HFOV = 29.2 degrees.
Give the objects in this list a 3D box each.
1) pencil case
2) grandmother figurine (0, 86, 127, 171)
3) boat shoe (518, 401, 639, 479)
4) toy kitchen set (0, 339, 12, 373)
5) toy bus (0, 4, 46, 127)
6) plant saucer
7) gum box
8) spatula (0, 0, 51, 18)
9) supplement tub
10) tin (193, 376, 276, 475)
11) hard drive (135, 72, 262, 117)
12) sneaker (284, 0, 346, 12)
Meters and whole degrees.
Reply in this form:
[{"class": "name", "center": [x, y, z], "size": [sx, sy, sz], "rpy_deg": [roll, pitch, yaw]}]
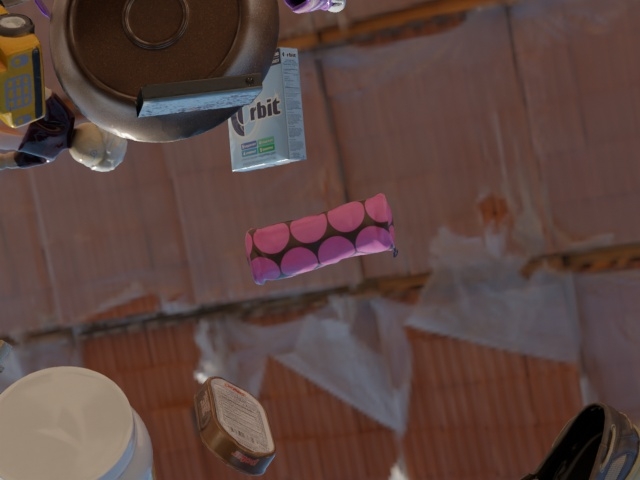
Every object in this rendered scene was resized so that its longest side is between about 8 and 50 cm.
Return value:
[{"class": "pencil case", "center": [0.000, 0.000, 1.708], "size": [0.209, 0.095, 0.098], "rpy_deg": [-13, -169, 0]}, {"class": "grandmother figurine", "center": [-0.479, -0.176, 1.984], "size": [0.342, 0.104, 0.208], "rpy_deg": [10, 149, -26]}, {"class": "boat shoe", "center": [0.304, 0.364, 1.638], "size": [0.132, 0.130, 0.355], "rpy_deg": [6, -126, 52]}, {"class": "toy kitchen set", "center": [-0.530, 0.169, 1.900], "size": [0.075, 0.068, 0.083], "rpy_deg": [29, 169, 21]}, {"class": "toy bus", "center": [-0.447, -0.245, 1.424], "size": [0.130, 0.108, 0.332], "rpy_deg": [-23, -132, -34]}, {"class": "plant saucer", "center": [-0.209, -0.283, 1.594], "size": [0.310, 0.311, 0.050], "rpy_deg": [-9, 168, 4]}, {"class": "gum box", "center": [-0.094, -0.215, 2.049], "size": [0.041, 0.184, 0.157], "rpy_deg": [-2, 177, -41]}, {"class": "spatula", "center": [-0.486, -0.375, 1.921], "size": [0.030, 0.084, 0.296], "rpy_deg": [-33, -176, 17]}, {"class": "supplement tub", "center": [-0.356, 0.360, 1.776], "size": [0.241, 0.331, 0.241], "rpy_deg": [0, -131, -1]}, {"class": "tin", "center": [-0.113, 0.245, 1.645], "size": [0.040, 0.106, 0.190], "rpy_deg": [-51, -158, 11]}, {"class": "hard drive", "center": [-0.140, -0.165, 1.400], "size": [0.135, 0.022, 0.094], "rpy_deg": [-8, 177, -13]}, {"class": "sneaker", "center": [-0.017, -0.458, 1.982], "size": [0.104, 0.236, 0.095], "rpy_deg": [-21, -129, -17]}]
